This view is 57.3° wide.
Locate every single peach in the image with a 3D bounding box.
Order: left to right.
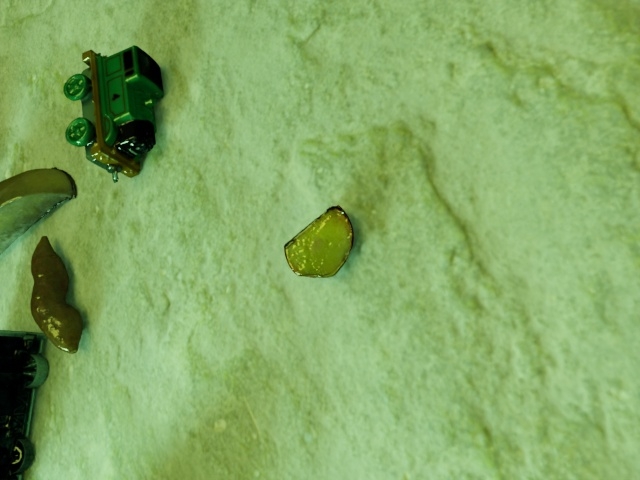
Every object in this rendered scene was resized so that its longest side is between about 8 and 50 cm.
[{"bbox_3d":[0.000,0.000,0.663,0.077,0.050,0.083,7,91,9],"label":"peach"}]

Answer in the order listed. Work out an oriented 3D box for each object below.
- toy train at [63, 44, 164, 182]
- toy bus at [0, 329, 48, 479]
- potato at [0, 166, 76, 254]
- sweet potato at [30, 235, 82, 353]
[{"bbox_3d":[-0.300,-0.198,0.876,0.136,0.091,0.227,-21,68,15],"label":"toy train"},{"bbox_3d":[-0.525,0.267,0.870,0.165,0.133,0.271,-2,77,28],"label":"toy bus"},{"bbox_3d":[-0.542,-0.061,0.983,0.261,0.100,0.120,-35,63,20],"label":"potato"},{"bbox_3d":[-0.412,0.082,0.893,0.065,0.051,0.218,-20,61,-19],"label":"sweet potato"}]
